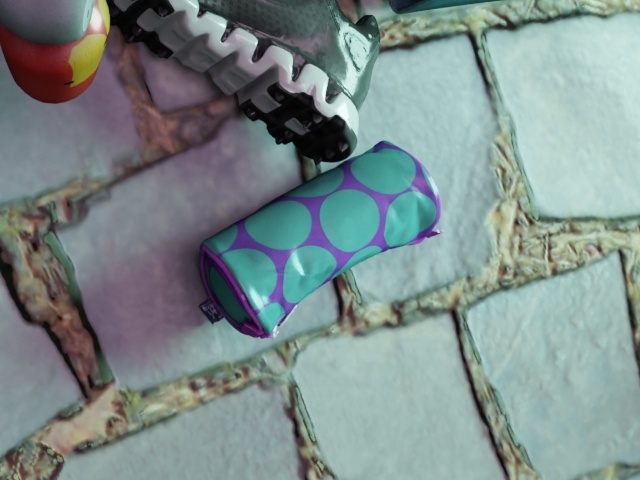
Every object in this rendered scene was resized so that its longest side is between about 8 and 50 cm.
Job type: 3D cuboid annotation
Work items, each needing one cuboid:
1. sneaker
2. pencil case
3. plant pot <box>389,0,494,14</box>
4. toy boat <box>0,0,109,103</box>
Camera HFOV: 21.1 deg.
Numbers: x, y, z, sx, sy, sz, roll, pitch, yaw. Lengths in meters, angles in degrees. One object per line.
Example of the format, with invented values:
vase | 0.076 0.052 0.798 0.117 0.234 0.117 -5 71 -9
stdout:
sneaker | -0.057 -0.150 1.007 0.234 0.078 0.106 36 64 -18
pencil case | 0.000 0.000 1.020 0.152 0.064 0.070 -31 97 -25
plant pot | 0.171 -0.246 1.080 0.234 0.165 0.165 -9 88 -34
toy boat | -0.192 -0.219 0.862 0.267 0.148 0.318 -28 79 -15
